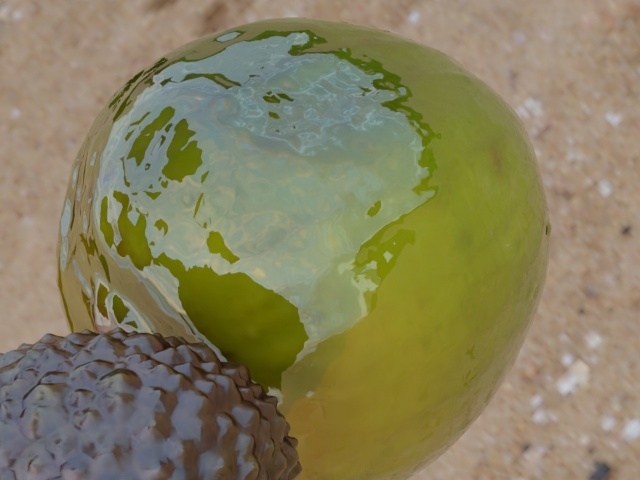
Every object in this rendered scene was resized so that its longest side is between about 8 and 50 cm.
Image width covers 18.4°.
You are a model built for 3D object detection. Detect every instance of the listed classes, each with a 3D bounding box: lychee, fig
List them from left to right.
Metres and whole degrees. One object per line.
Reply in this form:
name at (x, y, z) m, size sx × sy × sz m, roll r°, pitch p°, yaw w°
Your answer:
lychee at (-0.128, 0.143, 1.088) m, size 0.238 × 0.200 × 0.200 m, roll -26°, pitch 48°, yaw 2°
fig at (0.004, 0.004, 1.317) m, size 0.343 × 0.343 × 0.343 m, roll -18°, pitch 53°, yaw 26°
